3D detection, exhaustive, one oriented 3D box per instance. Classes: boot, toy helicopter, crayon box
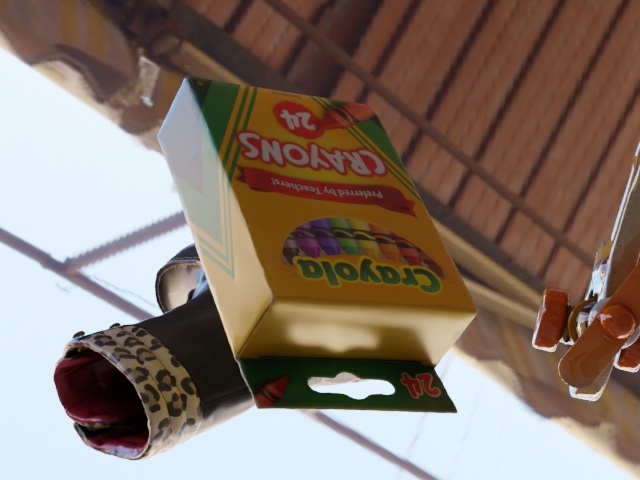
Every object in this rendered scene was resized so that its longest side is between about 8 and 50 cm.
[{"bbox_3d":[-0.142,0.103,1.336,0.284,0.377,0.138,-19,-67,-35],"label":"boot"},{"bbox_3d":[0.358,0.033,1.559,0.140,0.235,0.355,15,-68,7],"label":"toy helicopter"},{"bbox_3d":[0.000,0.000,1.106,0.202,0.318,0.081,5,-46,-32],"label":"crayon box"}]
